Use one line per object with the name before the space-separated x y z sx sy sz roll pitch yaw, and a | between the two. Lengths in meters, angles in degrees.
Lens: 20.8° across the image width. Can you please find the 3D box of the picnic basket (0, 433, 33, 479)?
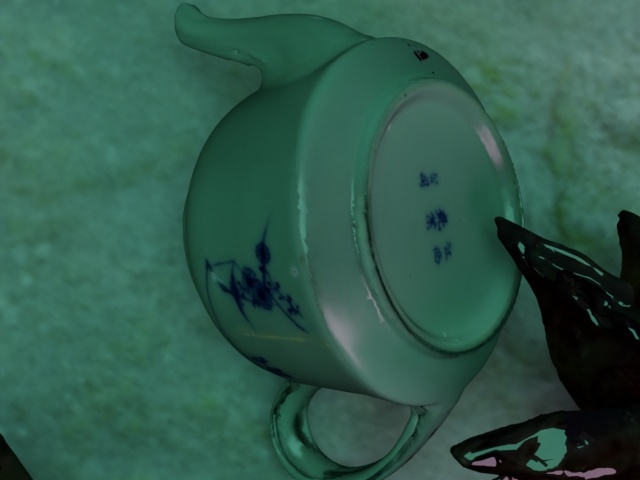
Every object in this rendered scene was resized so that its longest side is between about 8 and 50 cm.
picnic basket | -0.043 0.218 0.678 0.291 0.254 0.321 -36 105 -7

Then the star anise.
star anise | 0.173 0.090 0.738 0.272 0.102 0.272 21 57 -36

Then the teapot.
teapot | 0.000 0.000 0.777 0.159 0.159 0.232 -12 97 -6
